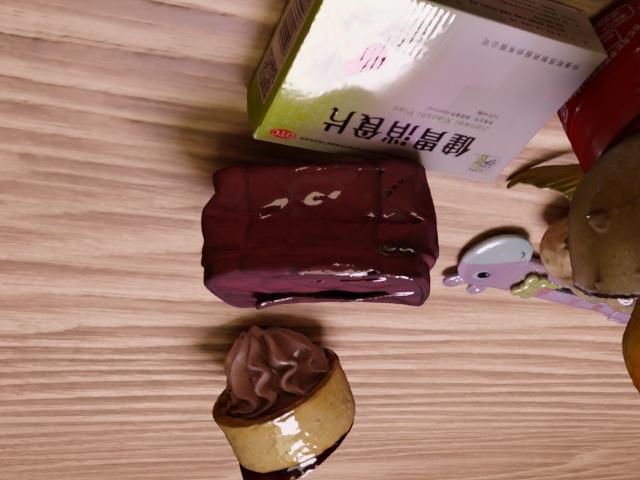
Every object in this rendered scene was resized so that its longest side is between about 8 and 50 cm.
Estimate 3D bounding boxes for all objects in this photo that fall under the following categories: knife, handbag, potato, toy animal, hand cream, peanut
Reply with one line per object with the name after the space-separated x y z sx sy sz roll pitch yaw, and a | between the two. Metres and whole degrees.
0.347 0.067 1.023 0.399 0.038 0.132 13 142 -30 | knife
0.000 0.000 0.706 0.225 0.135 0.146 0 165 7 | handbag
0.288 -0.037 0.579 0.202 0.117 0.182 -17 -176 9 | potato
0.324 -0.039 0.797 0.155 0.219 0.095 -42 138 -29 | toy animal
0.318 -0.125 0.665 0.193 0.125 0.193 -6 146 -4 | hand cream
0.355 0.031 0.920 0.228 0.104 0.086 18 164 -39 | peanut

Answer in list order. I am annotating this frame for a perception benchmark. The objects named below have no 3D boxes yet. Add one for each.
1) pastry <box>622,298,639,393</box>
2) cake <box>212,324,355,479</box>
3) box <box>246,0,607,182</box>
0.482 0.045 0.818 0.356 0.164 0.356 -38 151 -25 | pastry
-0.066 0.206 1.006 0.185 0.208 0.178 1 128 57 | cake
0.087 -0.144 0.636 0.260 0.062 0.175 7 142 -24 | box
